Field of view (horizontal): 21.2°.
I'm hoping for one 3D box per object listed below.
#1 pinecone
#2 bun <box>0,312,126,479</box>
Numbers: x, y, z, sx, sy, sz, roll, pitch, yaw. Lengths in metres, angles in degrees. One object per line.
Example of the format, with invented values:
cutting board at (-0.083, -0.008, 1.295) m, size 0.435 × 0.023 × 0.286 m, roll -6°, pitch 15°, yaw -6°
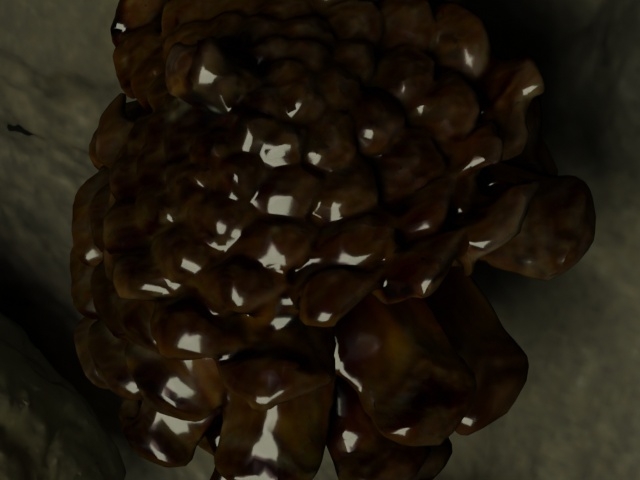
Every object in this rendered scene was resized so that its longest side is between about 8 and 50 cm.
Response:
pinecone at (-0.003, -0.001, 0.550) m, size 0.195 × 0.150 × 0.179 m, roll 122°, pitch 144°, yaw -48°
bun at (-0.232, 0.134, 0.692) m, size 0.281 × 0.205 × 0.282 m, roll 2°, pitch 123°, yaw 2°
